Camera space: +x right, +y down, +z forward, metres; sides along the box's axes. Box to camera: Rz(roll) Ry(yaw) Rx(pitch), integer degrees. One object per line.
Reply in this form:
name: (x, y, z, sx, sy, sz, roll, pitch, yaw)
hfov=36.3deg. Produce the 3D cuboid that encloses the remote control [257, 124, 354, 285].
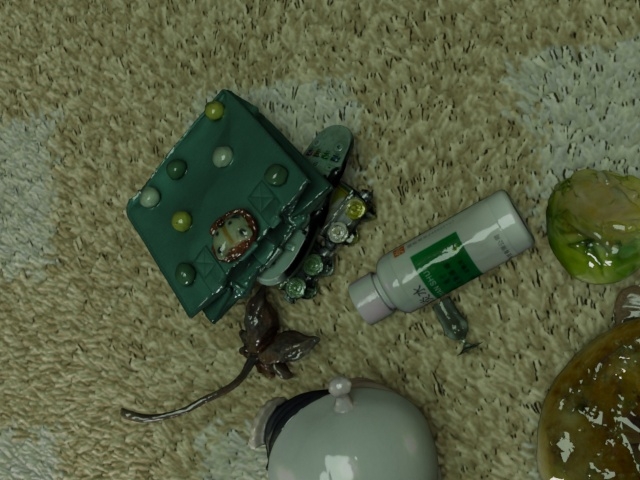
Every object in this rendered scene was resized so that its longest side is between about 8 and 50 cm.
remote control: (-0.021, -0.050, 1.395, 0.097, 0.045, 0.256, 21, 82, 45)

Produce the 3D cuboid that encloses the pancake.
pancake: (0.453, 0.279, 1.225, 0.386, 0.082, 0.387, -1, 88, 28)

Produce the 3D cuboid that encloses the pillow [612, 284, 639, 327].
pillow: (0.444, 0.167, 1.297, 0.135, 0.034, 0.211, 14, 90, 22)

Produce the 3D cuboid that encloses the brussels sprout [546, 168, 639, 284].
brussels sprout: (0.369, -0.011, 1.286, 0.149, 0.122, 0.152, 12, 56, 11)

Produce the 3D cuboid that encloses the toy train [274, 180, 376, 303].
toy train: (0.000, 0.000, 1.429, 0.081, 0.060, 0.202, 39, 97, 21)

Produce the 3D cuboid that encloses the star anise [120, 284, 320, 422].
star anise: (-0.145, 0.179, 1.393, 0.218, 0.227, 0.148, -9, 109, 40)

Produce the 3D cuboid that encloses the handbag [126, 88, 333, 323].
handbag: (-0.148, -0.061, 1.403, 0.269, 0.100, 0.274, -47, 47, 11)

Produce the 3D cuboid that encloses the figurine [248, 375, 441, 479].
figurine: (0.071, 0.359, 1.315, 0.253, 0.211, 0.361, -12, 78, -28)

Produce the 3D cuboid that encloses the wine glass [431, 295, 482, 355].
wine glass: (0.192, 0.119, 1.377, 0.042, 0.039, 0.083, -33, 74, 16)

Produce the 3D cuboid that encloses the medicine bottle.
medicine bottle: (0.164, 0.028, 1.358, 0.260, 0.095, 0.095, -29, 80, 15)
